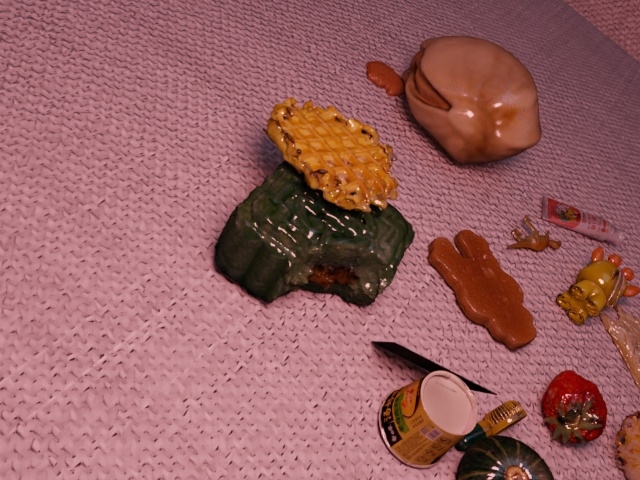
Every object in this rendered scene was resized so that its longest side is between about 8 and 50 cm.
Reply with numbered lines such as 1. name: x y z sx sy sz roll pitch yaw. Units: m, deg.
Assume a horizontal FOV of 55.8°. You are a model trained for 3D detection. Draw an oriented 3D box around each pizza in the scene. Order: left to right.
1. pizza: 0.777 0.255 1.459 0.181 0.034 0.262 -9 61 -32

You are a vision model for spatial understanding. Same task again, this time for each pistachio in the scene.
1. pistachio: 0.387 -0.370 1.567 0.365 0.282 0.446 6 37 -29

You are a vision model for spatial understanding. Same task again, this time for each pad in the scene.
1. pad: 0.204 0.232 1.110 0.211 0.143 0.003 28 76 -8

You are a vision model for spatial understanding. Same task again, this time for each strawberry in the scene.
1. strawberry: 0.505 0.328 1.214 0.131 0.131 0.148 31 18 -4

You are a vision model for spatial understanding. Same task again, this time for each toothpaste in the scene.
1. toothpaste: 0.704 -0.049 1.638 0.234 0.057 0.089 20 50 -4

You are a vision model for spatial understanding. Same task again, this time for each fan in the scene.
1. fan: 0.313 0.344 1.124 0.155 0.082 0.039 -19 61 -24

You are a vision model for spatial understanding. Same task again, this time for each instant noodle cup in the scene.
1. instant noodle cup: 0.193 0.306 1.053 0.151 0.122 0.152 16 51 -21

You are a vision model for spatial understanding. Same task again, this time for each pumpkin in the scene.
1. pumpkin: 0.312 0.418 1.030 0.167 0.125 0.167 5 65 -11

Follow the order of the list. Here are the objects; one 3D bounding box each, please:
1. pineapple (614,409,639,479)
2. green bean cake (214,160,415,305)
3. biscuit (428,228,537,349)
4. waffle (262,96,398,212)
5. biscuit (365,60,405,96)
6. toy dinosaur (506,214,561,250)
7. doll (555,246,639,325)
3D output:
1. pineapple: 0.776 0.408 1.246 0.271 0.262 0.263 -14 64 -49
2. green bean cake: 0.000 0.000 1.144 0.307 0.169 0.300 37 46 0
3. biscuit: 0.363 0.108 1.342 0.185 0.044 0.295 -14 63 -31
4. waffle: 0.027 -0.167 1.140 0.280 0.060 0.262 24 40 -11
5. biscuit: 0.181 -0.450 1.669 0.130 0.019 0.102 44 47 8
6. toy dinosaur: 0.533 0.011 1.506 0.126 0.039 0.162 40 49 2
7. doll: 0.666 0.104 1.443 0.220 0.135 0.143 -28 70 -27
